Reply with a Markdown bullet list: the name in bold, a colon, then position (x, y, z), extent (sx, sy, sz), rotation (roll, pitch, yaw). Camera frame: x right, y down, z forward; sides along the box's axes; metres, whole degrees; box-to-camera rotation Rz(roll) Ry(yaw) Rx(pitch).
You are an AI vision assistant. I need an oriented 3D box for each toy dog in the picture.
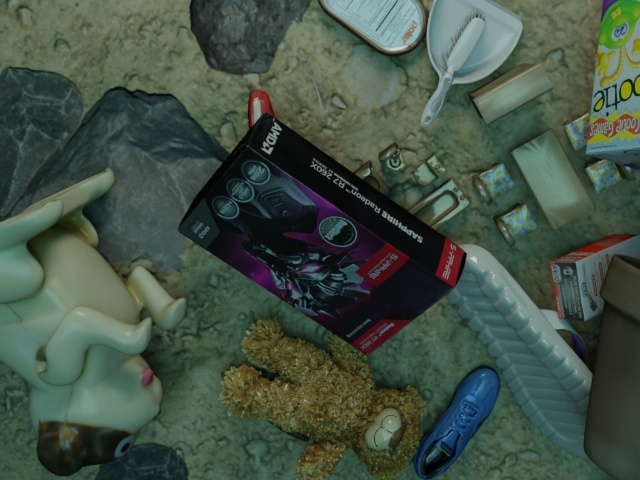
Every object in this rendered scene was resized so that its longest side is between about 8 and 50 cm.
- **toy dog**: position (-0.400, 0.155, 1.607), extent (0.395, 0.284, 0.408), rotation (-25, 99, 8)

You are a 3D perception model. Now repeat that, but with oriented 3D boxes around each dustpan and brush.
- **dustpan and brush**: position (0.203, -0.271, 1.595), extent (0.147, 0.060, 0.211), rotation (25, 106, -14)

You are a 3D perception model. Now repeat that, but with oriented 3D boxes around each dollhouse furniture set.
- **dollhouse furniture set**: position (0.325, -0.133, 1.567), extent (0.212, 0.161, 0.242), rotation (-29, 97, 8)
- **dollhouse furniture set**: position (0.132, -0.068, 1.610), extent (0.144, 0.123, 0.151), rotation (-37, 95, 9)

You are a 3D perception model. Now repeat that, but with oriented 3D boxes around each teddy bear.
- **teddy bear**: position (0.009, 0.253, 1.655), extent (0.338, 0.113, 0.245), rotation (42, 63, 2)

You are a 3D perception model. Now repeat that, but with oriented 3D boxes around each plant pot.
- **plant pot**: position (0.512, 0.208, 1.472), extent (0.323, 0.323, 0.280), rotation (20, 99, 0)

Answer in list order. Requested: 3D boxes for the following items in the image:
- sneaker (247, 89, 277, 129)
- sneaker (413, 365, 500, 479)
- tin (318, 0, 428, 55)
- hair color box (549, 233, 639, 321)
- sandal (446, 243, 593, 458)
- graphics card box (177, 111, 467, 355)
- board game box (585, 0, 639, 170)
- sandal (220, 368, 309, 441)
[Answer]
- **sneaker**: position (-0.039, -0.134, 1.642), extent (0.128, 0.087, 0.221), rotation (-10, 111, -3)
- **sneaker**: position (0.223, 0.299, 1.689), extent (0.069, 0.082, 0.209), rotation (35, 99, -1)
- **tin**: position (0.078, -0.359, 1.610), extent (0.189, 0.040, 0.106), rotation (36, 104, -3)
- **hair color box**: position (0.425, 0.054, 1.600), extent (0.167, 0.053, 0.093), rotation (-18, 101, -39)
- **sandal**: position (0.346, 0.162, 1.641), extent (0.102, 0.169, 0.416), rotation (-43, 104, -32)
- **graphics card box**: position (0.000, 0.000, 1.565), extent (0.371, 0.094, 0.233), rotation (35, 135, -12)
- **board game box**: position (0.487, -0.246, 1.489), extent (0.144, 0.142, 0.275), rotation (12, 83, -32)
- **sandal**: position (-0.083, 0.263, 1.716), extent (0.180, 0.072, 0.049), rotation (41, 78, 1)
